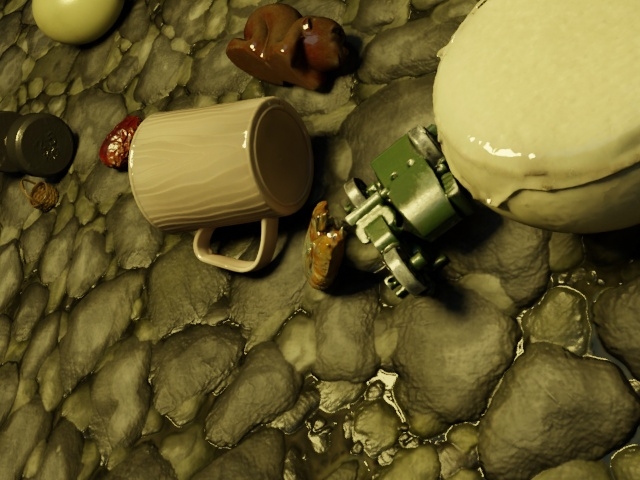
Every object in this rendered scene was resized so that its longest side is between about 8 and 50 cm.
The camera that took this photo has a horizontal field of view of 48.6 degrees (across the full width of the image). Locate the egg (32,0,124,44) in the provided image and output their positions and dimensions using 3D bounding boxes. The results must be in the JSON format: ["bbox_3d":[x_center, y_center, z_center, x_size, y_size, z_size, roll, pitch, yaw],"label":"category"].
[{"bbox_3d":[-0.595,-0.589,1.754,0.242,0.186,0.186,-27,56,10],"label":"egg"}]

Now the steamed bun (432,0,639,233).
[{"bbox_3d":[0.341,-0.172,0.892,0.374,0.241,0.374,-19,55,29],"label":"steamed bun"}]

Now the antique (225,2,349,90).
[{"bbox_3d":[-0.054,-0.372,1.336,0.257,0.121,0.143,25,75,46],"label":"antique"}]

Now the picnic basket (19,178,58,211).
[{"bbox_3d":[-0.658,-0.109,1.640,0.072,0.083,0.072,-14,62,28],"label":"picnic basket"}]

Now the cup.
[{"bbox_3d":[-0.177,-0.102,1.233,0.273,0.208,0.288,-5,65,31],"label":"cup"}]

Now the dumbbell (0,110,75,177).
[{"bbox_3d":[-0.706,-0.231,1.685,0.218,0.152,0.152,9,75,36],"label":"dumbbell"}]

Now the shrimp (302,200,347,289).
[{"bbox_3d":[-0.004,0.001,1.103,0.052,0.187,0.132,-8,67,-19],"label":"shrimp"}]

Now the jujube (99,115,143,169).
[{"bbox_3d":[-0.427,-0.214,1.542,0.077,0.077,0.129,16,69,38],"label":"jujube"}]

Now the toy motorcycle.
[{"bbox_3d":[0.141,-0.047,1.054,0.205,0.127,0.275,-38,46,13],"label":"toy motorcycle"}]
